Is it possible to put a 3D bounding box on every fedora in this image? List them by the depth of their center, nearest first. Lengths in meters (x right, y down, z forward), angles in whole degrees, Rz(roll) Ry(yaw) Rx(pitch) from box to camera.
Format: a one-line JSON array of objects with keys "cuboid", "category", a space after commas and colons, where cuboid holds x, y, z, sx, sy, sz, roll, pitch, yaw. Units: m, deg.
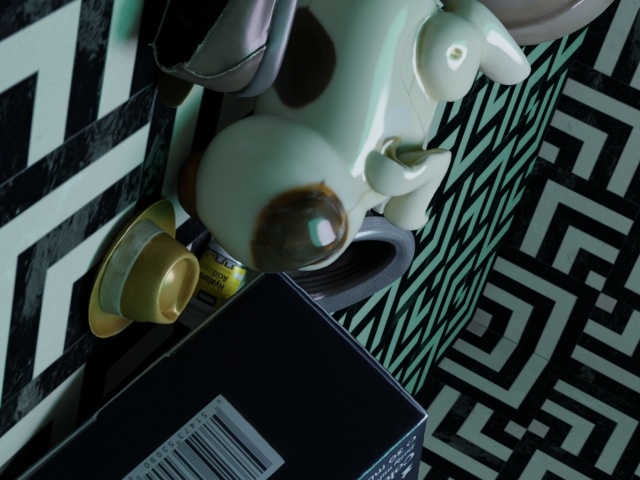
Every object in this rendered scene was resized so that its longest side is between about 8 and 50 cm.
[{"cuboid": [-0.198, 0.046, 1.629, 0.194, 0.079, 0.194, -55, 164, -24], "category": "fedora"}, {"cuboid": [0.000, 0.000, 1.935, 0.243, 0.124, 0.275, -28, 159, 16], "category": "fedora"}]

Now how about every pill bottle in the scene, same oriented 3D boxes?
[{"cuboid": [-0.147, 0.065, 1.857, 0.116, 0.065, 0.065, -63, 165, 2], "category": "pill bottle"}]

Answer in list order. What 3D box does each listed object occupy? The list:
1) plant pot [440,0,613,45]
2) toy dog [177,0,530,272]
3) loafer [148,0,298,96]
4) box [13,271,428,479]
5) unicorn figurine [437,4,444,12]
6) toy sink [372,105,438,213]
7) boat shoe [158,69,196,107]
[{"cuboid": [0.247, -0.462, 1.866, 0.280, 0.323, 0.323, 24, 94, -59], "category": "plant pot"}, {"cuboid": [0.018, -0.143, 1.649, 0.408, 0.284, 0.395, -59, 152, -10], "category": "toy dog"}, {"cuboid": [-0.078, -0.301, 1.307, 0.130, 0.133, 0.366, -12, 124, -40], "category": "loafer"}, {"cuboid": [-0.130, 0.364, 1.810, 0.480, 0.297, 0.472, -41, 161, -17], "category": "box"}, {"cuboid": [0.147, -0.347, 2.072, 0.060, 0.111, 0.162, -50, 149, -6], "category": "unicorn figurine"}, {"cuboid": [0.088, -0.186, 2.074, 0.153, 0.131, 0.234, -41, 149, -54], "category": "toy sink"}, {"cuboid": [-0.131, -0.205, 1.466, 0.045, 0.050, 0.135, -7, 124, -65], "category": "boat shoe"}]
